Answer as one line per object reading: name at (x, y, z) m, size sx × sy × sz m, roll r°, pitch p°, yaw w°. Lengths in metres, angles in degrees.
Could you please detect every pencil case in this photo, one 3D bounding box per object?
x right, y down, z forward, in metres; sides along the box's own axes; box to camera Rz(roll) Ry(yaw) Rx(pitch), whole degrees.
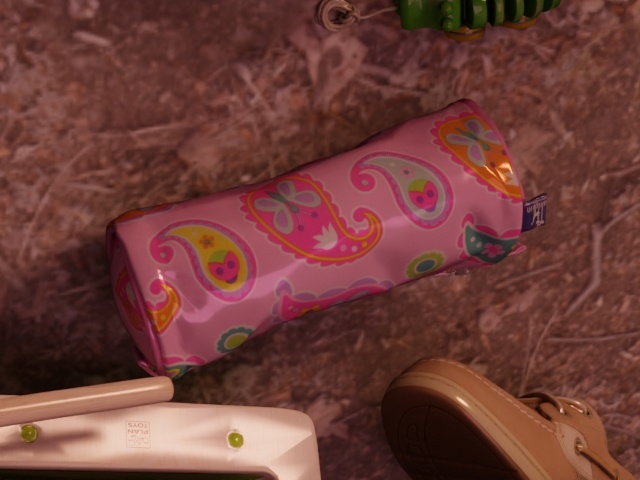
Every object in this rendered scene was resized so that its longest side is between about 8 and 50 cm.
pencil case at (0.000, 0.000, 1.078) m, size 0.284 × 0.124 × 0.124 m, roll -19°, pitch 125°, yaw -15°

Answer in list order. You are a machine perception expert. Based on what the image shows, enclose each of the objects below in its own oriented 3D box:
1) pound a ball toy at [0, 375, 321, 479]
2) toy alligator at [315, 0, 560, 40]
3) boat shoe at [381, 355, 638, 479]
pound a ball toy at (-0.148, 0.172, 1.046) m, size 0.319 × 0.136 × 0.208 m, roll 5°, pitch 158°, yaw -28°
toy alligator at (0.093, -0.156, 1.066) m, size 0.189 × 0.051 × 0.056 m, roll -15°, pitch 124°, yaw -16°
boat shoe at (0.165, 0.173, 1.278) m, size 0.341 × 0.121 × 0.110 m, roll 46°, pitch 57°, yaw -40°
